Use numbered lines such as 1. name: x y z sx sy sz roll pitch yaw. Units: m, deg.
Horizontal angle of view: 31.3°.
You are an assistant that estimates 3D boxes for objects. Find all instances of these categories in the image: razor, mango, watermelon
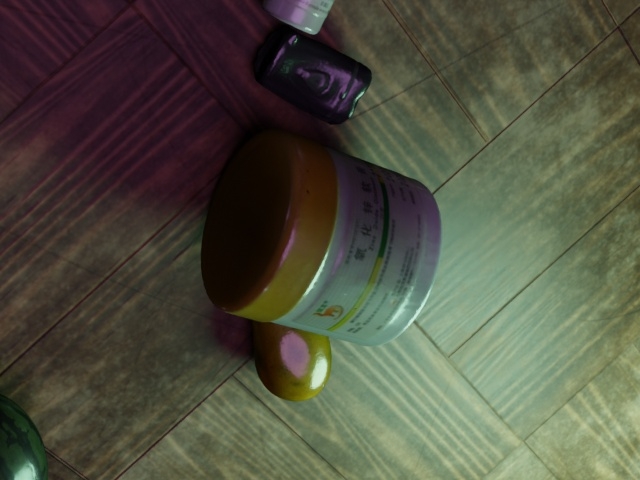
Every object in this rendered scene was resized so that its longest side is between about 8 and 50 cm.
1. razor: -0.012 -0.211 1.464 0.148 0.054 0.090 24 103 -30
2. mango: -0.039 0.149 1.609 0.111 0.089 0.163 -8 109 -19
3. watermelon: -0.447 0.288 1.432 0.212 0.212 0.212 -10 118 -19

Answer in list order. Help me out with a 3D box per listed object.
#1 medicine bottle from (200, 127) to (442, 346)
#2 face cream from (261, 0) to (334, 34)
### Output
1. medicine bottle: 0.000 0.000 1.464 0.232 0.238 0.238 16 107 -30
2. face cream: 0.020 -0.385 1.378 0.082 0.082 0.269 20 104 -30
